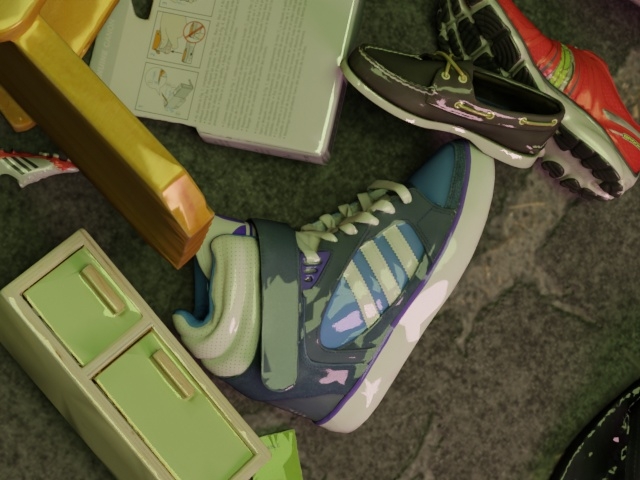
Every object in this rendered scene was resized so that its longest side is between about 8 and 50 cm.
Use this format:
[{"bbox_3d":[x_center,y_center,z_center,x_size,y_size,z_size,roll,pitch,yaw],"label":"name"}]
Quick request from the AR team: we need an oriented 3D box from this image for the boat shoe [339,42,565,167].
[{"bbox_3d":[0.126,-0.142,1.447,0.228,0.081,0.068,20,124,-26],"label":"boat shoe"}]

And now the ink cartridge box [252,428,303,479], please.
[{"bbox_3d":[-0.075,0.323,1.430,0.189,0.097,0.255,-11,91,-16],"label":"ink cartridge box"}]

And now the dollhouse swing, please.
[{"bbox_3d":[-0.154,-0.196,1.275,0.305,0.347,0.315,32,79,-2],"label":"dollhouse swing"}]

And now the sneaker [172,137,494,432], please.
[{"bbox_3d":[0.000,0.000,1.448,0.236,0.130,0.322,31,85,-17],"label":"sneaker"}]

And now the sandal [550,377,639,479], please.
[{"bbox_3d":[0.380,0.195,1.560,0.167,0.107,0.445,40,81,-6],"label":"sandal"}]

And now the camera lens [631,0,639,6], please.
[{"bbox_3d":[0.427,-0.296,1.544,0.274,0.219,0.219,32,79,-13],"label":"camera lens"}]

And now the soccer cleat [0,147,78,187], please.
[{"bbox_3d":[-0.266,-0.065,1.428,0.083,0.029,0.035,7,94,-13],"label":"soccer cleat"}]

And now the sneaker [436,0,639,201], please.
[{"bbox_3d":[0.228,-0.166,1.558,0.279,0.107,0.118,48,57,-12],"label":"sneaker"}]

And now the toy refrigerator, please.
[{"bbox_3d":[-0.174,0.129,1.385,0.102,0.094,0.269,-40,92,-30],"label":"toy refrigerator"}]

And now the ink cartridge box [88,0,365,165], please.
[{"bbox_3d":[-0.081,-0.228,1.476,0.239,0.060,0.275,12,84,8],"label":"ink cartridge box"}]
